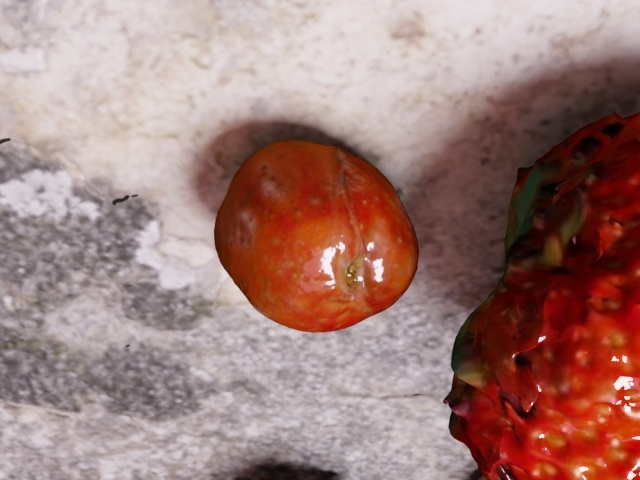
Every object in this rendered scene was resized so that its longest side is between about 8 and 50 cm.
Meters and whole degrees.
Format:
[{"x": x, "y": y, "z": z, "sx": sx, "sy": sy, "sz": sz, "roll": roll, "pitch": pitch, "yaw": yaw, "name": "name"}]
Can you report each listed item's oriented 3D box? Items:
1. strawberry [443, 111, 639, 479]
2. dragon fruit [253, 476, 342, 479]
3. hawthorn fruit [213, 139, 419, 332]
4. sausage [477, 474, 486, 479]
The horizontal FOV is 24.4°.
[{"x": 0.228, "y": 0.057, "z": 0.817, "sx": 0.288, "sy": 0.238, "sz": 0.250, "roll": 14, "pitch": 119, "yaw": 15, "name": "strawberry"}, {"x": -0.056, "y": 0.275, "z": 1.096, "sx": 0.269, "sy": 0.198, "sz": 0.200, "roll": -5, "pitch": 98, "yaw": 40, "name": "dragon fruit"}, {"x": 0.000, "y": 0.000, "z": 0.879, "sx": 0.128, "sy": 0.128, "sz": 0.128, "roll": 1, "pitch": 131, "yaw": 1, "name": "hawthorn fruit"}, {"x": 0.120, "y": 0.201, "z": 1.099, "sx": 0.034, "sy": 0.034, "sz": 0.083, "roll": 18, "pitch": 128, "yaw": -13, "name": "sausage"}]
